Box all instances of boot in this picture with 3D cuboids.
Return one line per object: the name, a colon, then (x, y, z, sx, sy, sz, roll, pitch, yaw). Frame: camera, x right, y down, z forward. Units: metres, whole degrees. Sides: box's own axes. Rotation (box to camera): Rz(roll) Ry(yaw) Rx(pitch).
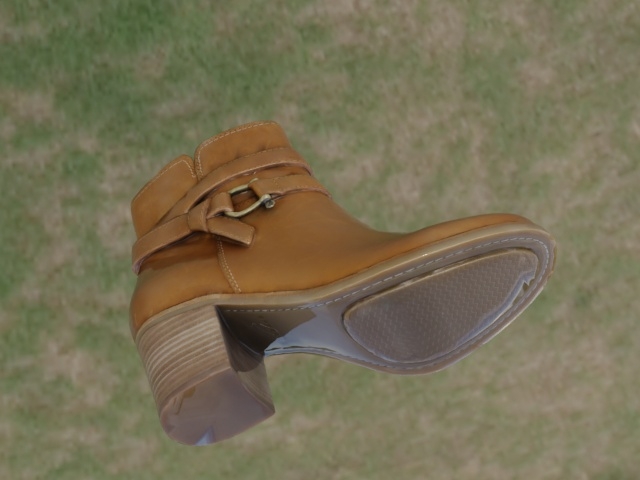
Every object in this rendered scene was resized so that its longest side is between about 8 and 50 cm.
boot: (0.000, 0.000, 0.988, 0.283, 0.220, 0.109, -27, 133, 11)
